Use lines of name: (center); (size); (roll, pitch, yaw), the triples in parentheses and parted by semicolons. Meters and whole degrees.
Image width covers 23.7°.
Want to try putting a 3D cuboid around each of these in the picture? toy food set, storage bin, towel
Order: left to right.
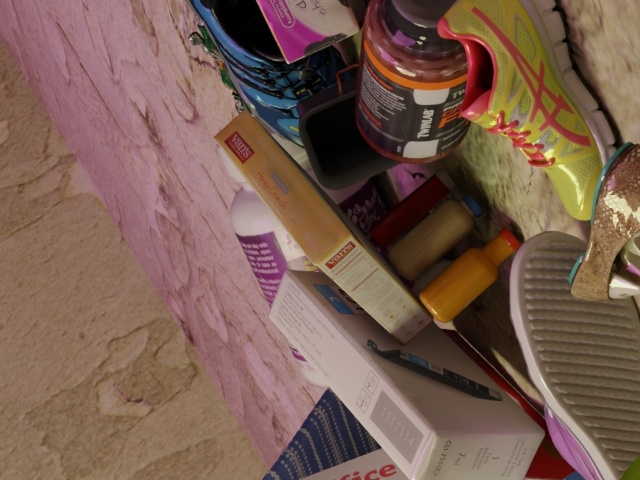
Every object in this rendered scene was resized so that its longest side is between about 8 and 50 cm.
towel: (0.022, 0.292, 1.947); (0.040, 0.336, 0.243); (8, 133, 31)
storage bin: (0.038, -0.123, 1.451); (0.091, 0.135, 0.098); (-126, 12, -66)
toy food set: (0.122, -0.003, 1.509); (0.111, 0.104, 0.232); (49, -175, -4)

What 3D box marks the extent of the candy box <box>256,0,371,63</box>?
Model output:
candy box: (-0.021, -0.249, 1.338); (0.159, 0.071, 0.233); (63, -170, -8)

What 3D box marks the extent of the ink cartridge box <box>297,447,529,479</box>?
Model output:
ink cartridge box: (0.138, 0.389, 1.558); (0.395, 0.285, 0.166); (-112, 2, -51)

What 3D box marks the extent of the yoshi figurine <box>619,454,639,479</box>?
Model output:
yoshi figurine: (0.291, 0.178, 1.035); (0.203, 0.203, 0.362); (35, 153, 27)

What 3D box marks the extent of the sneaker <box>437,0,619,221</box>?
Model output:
sneaker: (0.151, -0.100, 1.148); (0.208, 0.094, 0.081); (63, 165, -12)

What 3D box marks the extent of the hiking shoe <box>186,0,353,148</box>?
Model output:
hiking shoe: (-0.045, -0.181, 1.524); (0.304, 0.113, 0.132); (48, -176, -31)

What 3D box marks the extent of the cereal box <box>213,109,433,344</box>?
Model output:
cereal box: (0.006, -0.007, 1.417); (0.173, 0.047, 0.240); (50, -176, 31)

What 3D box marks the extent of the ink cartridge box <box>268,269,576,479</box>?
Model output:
ink cartridge box: (0.126, 0.135, 1.538); (0.296, 0.261, 0.066); (46, 121, 47)

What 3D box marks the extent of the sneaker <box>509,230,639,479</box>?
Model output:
sneaker: (0.216, 0.114, 1.327); (0.282, 0.102, 0.161); (65, 169, -15)

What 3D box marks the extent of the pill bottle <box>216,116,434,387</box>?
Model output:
pill bottle: (0.000, 0.000, 1.725); (0.301, 0.169, 0.169); (65, 166, -17)

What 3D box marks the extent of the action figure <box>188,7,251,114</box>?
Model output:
action figure: (-0.125, -0.254, 1.917); (0.137, 0.063, 0.232); (37, 156, 53)

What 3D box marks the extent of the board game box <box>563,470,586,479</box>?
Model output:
board game box: (0.353, 0.375, 1.414); (0.242, 0.064, 0.316); (37, 152, 59)

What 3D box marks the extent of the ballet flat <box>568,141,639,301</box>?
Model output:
ballet flat: (0.230, 0.005, 1.133); (0.067, 0.073, 0.206); (40, 163, 21)

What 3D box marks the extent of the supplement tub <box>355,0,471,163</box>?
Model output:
supplement tub: (0.084, -0.151, 1.261); (0.106, 0.106, 0.198); (56, 165, 20)
